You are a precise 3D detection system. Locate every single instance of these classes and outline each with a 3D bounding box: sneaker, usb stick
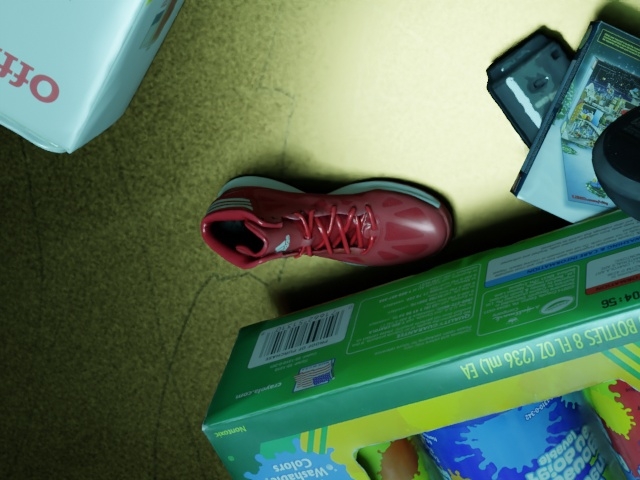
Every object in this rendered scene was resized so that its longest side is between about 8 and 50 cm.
[{"bbox_3d":[0.000,0.000,1.253,0.221,0.128,0.087,2,109,13],"label":"sneaker"},{"bbox_3d":[0.245,-0.052,1.228,0.077,0.045,0.278,-35,97,16],"label":"usb stick"}]

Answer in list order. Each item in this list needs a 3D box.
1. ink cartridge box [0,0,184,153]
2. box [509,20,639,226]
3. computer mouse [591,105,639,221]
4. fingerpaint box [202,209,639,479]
[{"bbox_3d":[-0.222,-0.311,1.180,0.279,0.160,0.384,32,111,1],"label":"ink cartridge box"},{"bbox_3d":[0.297,-0.062,1.181,0.233,0.044,0.159,24,97,-4],"label":"box"},{"bbox_3d":[0.321,-0.069,1.070,0.272,0.188,0.072,-25,133,-23],"label":"computer mouse"},{"bbox_3d":[0.186,0.200,1.206,0.445,0.163,0.371,-18,116,21],"label":"fingerpaint box"}]
